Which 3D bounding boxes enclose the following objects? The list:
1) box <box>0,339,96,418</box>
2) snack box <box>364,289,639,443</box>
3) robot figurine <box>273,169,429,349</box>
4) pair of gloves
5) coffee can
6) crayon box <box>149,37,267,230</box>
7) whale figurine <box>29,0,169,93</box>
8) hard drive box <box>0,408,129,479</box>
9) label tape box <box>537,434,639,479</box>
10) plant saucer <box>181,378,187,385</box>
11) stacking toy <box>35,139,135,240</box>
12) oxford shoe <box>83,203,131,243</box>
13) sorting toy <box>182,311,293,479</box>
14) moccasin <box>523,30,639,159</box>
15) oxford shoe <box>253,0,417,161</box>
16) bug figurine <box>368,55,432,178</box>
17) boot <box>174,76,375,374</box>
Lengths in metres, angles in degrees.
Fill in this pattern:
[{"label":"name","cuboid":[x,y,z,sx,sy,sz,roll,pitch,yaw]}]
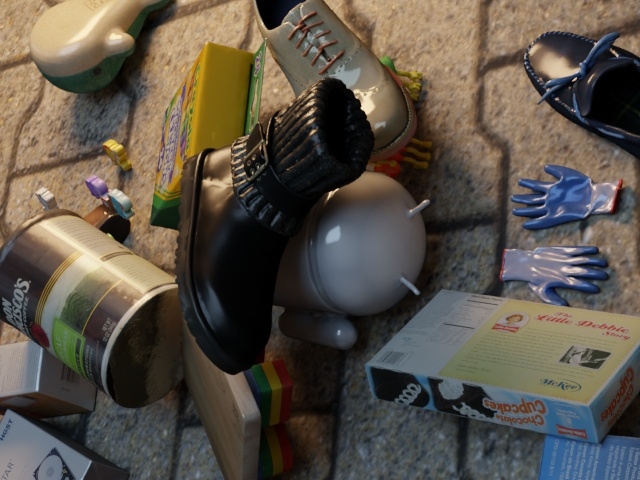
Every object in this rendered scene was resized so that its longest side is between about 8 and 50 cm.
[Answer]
[{"label":"box","cuboid":[-0.465,0.227,2.207,0.170,0.130,0.091,-13,64,34]},{"label":"snack box","cuboid":[0.237,0.148,1.681,0.322,0.060,0.187,7,34,40]},{"label":"robot figurine","cuboid":[0.000,0.000,1.905,0.353,0.200,0.299,4,99,39]},{"label":"pair of gloves","cuboid":[0.311,-0.007,1.788,0.159,0.023,0.198,3,71,39]},{"label":"coffee can","cuboid":[-0.334,0.098,2.049,0.275,0.201,0.201,29,89,32]},{"label":"crayon box","cuboid":[-0.176,-0.161,2.083,0.323,0.083,0.203,137,141,-61]},{"label":"whale figurine","cuboid":[-0.382,-0.368,2.441,0.272,0.141,0.216,-39,47,-15]},{"label":"hard drive box","cuboid":[-0.434,0.393,2.135,0.232,0.089,0.181,19,82,42]},{"label":"label tape box","cuboid":[0.401,0.352,1.493,0.348,0.115,0.249,1,70,36]},{"label":"plant saucer","cuboid":[-0.185,0.141,2.099,0.168,0.029,0.168,-16,62,32]},{"label":"stacking toy","cuboid":[-0.348,-0.076,2.259,0.167,0.052,0.221,-38,44,-23]},{"label":"oxford shoe","cuboid":[-0.411,0.023,2.304,0.212,0.076,0.076,-44,44,-1]},{"label":"sorting toy","cuboid":[-0.110,0.203,1.891,0.089,0.255,0.257,-15,53,-17]},{"label":"moccasin","cuboid":[0.386,-0.196,1.752,0.342,0.117,0.137,36,93,42]},{"label":"oxford shoe","cuboid":[-0.002,-0.259,1.973,0.140,0.146,0.397,-42,49,2]},{"label":"bug figurine","cuboid":[0.035,-0.167,2.041,0.279,0.072,0.216,-5,67,37]},{"label":"boot","cuboid":[-0.052,-0.024,1.732,0.260,0.131,0.348,-24,57,28]}]
